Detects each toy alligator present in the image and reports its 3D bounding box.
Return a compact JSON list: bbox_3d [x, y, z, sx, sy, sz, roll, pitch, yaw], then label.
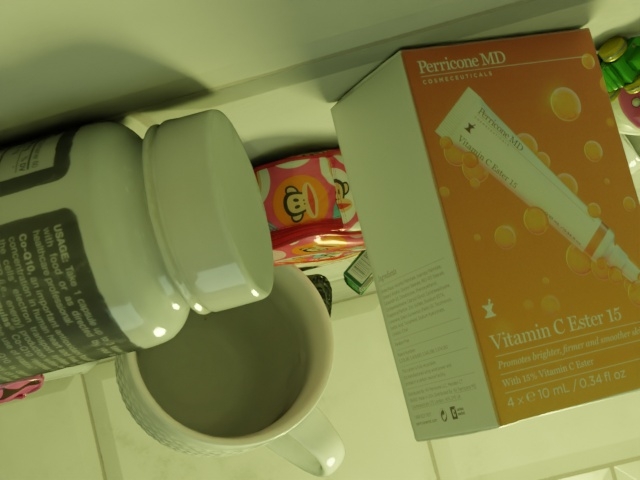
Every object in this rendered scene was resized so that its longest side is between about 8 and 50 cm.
[{"bbox_3d":[0.282,-0.173,1.266,0.190,0.056,0.051,-22,-150,46],"label":"toy alligator"}]

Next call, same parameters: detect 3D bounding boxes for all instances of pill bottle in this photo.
[{"bbox_3d":[-0.238,0.013,1.073,0.361,0.204,0.204,-14,173,9],"label":"pill bottle"}]

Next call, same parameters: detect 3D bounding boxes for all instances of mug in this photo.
[{"bbox_3d":[-0.119,0.202,1.720,0.276,0.374,0.328,-50,-178,-21],"label":"mug"}]

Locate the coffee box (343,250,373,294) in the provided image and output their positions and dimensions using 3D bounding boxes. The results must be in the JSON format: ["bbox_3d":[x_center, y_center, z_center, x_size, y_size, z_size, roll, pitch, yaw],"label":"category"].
[{"bbox_3d":[0.109,0.002,1.914,0.184,0.040,0.113,-49,173,-6],"label":"coffee box"}]

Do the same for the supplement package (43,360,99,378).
[{"bbox_3d":[-0.459,0.134,1.756,0.262,0.145,0.204,-11,168,-26],"label":"supplement package"}]

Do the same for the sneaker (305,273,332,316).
[{"bbox_3d":[-0.077,0.094,1.985,0.130,0.109,0.286,4,167,31],"label":"sneaker"}]

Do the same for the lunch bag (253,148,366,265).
[{"bbox_3d":[-0.021,-0.035,1.509,0.258,0.120,0.293,-14,174,40],"label":"lunch bag"}]

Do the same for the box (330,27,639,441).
[{"bbox_3d":[0.173,-0.004,1.160,0.215,0.345,0.168,-11,172,-24],"label":"box"}]

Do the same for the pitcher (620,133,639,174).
[{"bbox_3d":[0.355,-0.108,1.688,0.178,0.125,0.207,19,141,-39],"label":"pitcher"}]

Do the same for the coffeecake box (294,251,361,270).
[{"bbox_3d":[0.000,0.000,1.955,0.142,0.068,0.185,-15,173,2],"label":"coffeecake box"}]

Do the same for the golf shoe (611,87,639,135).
[{"bbox_3d":[0.430,-0.173,1.378,0.306,0.115,0.140,-3,179,-25],"label":"golf shoe"}]

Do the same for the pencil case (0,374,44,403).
[{"bbox_3d":[-0.367,0.080,1.323,0.095,0.209,0.098,-16,159,-19],"label":"pencil case"}]
